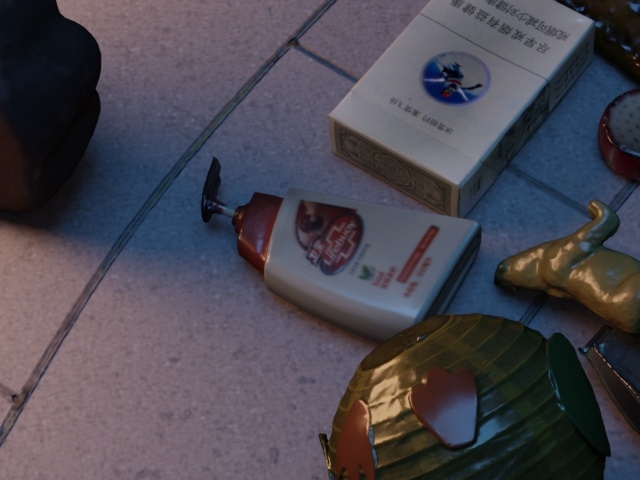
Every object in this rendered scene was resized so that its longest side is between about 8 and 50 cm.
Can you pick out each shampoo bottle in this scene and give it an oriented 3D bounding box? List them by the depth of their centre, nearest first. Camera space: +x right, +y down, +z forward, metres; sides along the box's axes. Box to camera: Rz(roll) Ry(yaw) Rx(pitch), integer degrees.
[{"bbox_3d":[0.000,0.000,1.854,0.284,0.071,0.153,22,60,15],"label":"shampoo bottle"}]

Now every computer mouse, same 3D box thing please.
[{"bbox_3d":[0.333,0.149,1.738,0.126,0.071,0.231,-19,45,-23],"label":"computer mouse"}]

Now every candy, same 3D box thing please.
[{"bbox_3d":[0.334,-0.108,1.914,0.103,0.043,0.103,-2,57,3],"label":"candy"}]

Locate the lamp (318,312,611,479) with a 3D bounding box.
[{"bbox_3d":[0.137,0.204,1.633,0.250,0.250,0.284,-33,100,-15],"label":"lamp"}]

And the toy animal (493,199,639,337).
[{"bbox_3d":[0.263,0.033,1.781,0.219,0.103,0.101,28,69,40],"label":"toy animal"}]

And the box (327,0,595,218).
[{"bbox_3d":[0.149,-0.159,1.946,0.164,0.069,0.256,31,64,21],"label":"box"}]

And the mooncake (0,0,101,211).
[{"bbox_3d":[-0.359,-0.171,1.869,0.306,0.306,0.154,24,58,18],"label":"mooncake"}]

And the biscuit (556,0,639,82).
[{"bbox_3d":[0.424,-0.296,2.025,0.359,0.046,0.359,-2,57,3],"label":"biscuit"}]
